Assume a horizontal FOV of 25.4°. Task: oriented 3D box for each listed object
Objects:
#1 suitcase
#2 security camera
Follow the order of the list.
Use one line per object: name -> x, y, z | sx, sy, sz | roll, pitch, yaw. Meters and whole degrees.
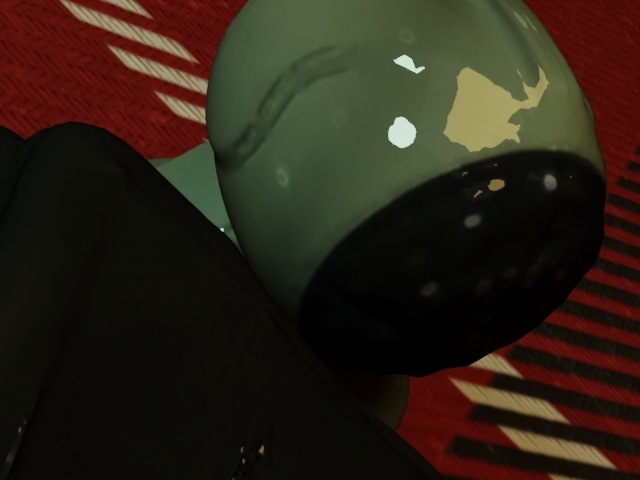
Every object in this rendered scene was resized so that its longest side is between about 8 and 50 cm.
suitcase -> -0.063, 0.178, 0.384 | 0.339, 0.188, 0.345 | 47, 31, -32
security camera -> 0.000, 0.000, 0.613 | 0.197, 0.277, 0.191 | 10, 44, -42
